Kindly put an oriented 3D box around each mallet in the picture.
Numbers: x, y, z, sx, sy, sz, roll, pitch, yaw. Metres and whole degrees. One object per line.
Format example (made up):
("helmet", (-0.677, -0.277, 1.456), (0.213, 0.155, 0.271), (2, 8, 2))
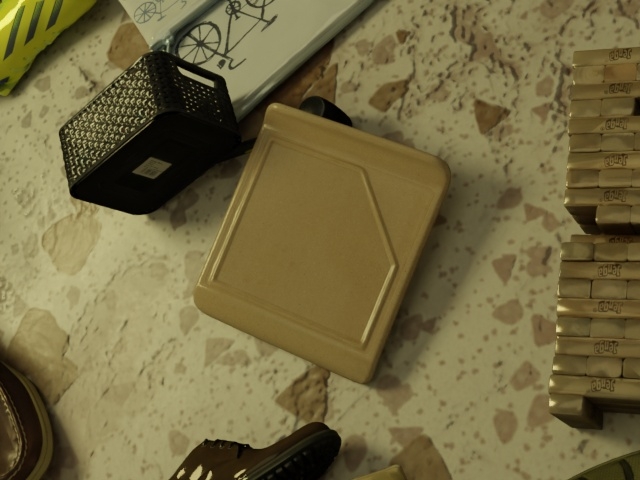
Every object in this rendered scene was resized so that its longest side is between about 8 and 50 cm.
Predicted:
("mallet", (-0.051, -0.110, 1.201), (0.190, 0.062, 0.039), (-19, 65, 36))

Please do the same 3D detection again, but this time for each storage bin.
("storage bin", (-0.191, -0.114, 1.197), (0.180, 0.122, 0.084), (-35, 58, 29))

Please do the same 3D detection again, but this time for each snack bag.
("snack bag", (-0.084, -0.329, 1.294), (0.323, 0.037, 0.342), (-40, 59, 8))

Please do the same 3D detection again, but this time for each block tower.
("block tower", (0.269, -0.002, 0.960), (0.097, 0.091, 0.335), (0, 72, 28))

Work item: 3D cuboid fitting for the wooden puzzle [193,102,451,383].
("wooden puzzle", (0.000, 0.000, 1.107), (0.221, 0.044, 0.238), (22, 93, 25))

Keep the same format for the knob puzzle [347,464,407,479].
("knob puzzle", (0.018, 0.308, 0.971), (0.213, 0.030, 0.213), (2, 99, 10))

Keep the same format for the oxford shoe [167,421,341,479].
("oxford shoe", (-0.085, 0.226, 1.061), (0.227, 0.083, 0.096), (-30, 56, 13))

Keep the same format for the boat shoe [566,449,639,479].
("boat shoe", (0.196, 0.279, 0.892), (0.302, 0.113, 0.103), (-33, 88, 4))

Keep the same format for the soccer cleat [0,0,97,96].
("soccer cleat", (-0.405, -0.259, 1.417), (0.289, 0.093, 0.121), (-21, 94, 14))

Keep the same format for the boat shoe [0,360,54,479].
("boat shoe", (-0.432, 0.156, 1.237), (0.123, 0.123, 0.342), (-45, 58, 5))
